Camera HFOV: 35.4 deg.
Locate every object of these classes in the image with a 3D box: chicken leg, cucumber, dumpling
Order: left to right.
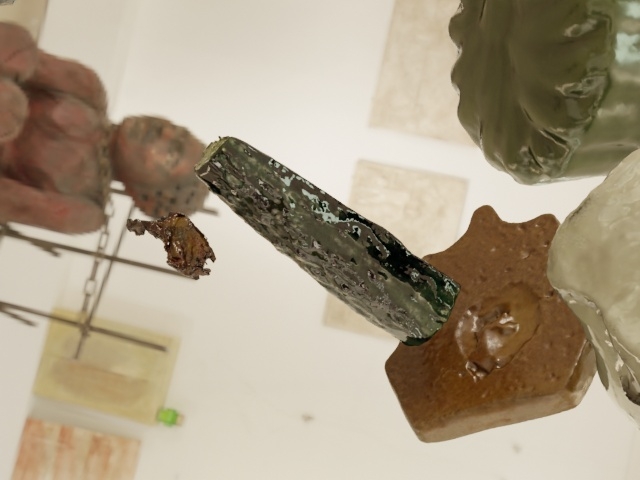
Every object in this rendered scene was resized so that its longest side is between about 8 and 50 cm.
[{"bbox_3d":[-0.105,-0.002,0.725,0.036,0.083,0.021,-51,150,-4],"label":"chicken leg"},{"bbox_3d":[-0.002,0.002,0.722,0.062,0.211,0.078,-61,-159,-6],"label":"cucumber"},{"bbox_3d":[0.277,0.044,0.618,0.227,0.175,0.243,-55,133,-15],"label":"dumpling"}]

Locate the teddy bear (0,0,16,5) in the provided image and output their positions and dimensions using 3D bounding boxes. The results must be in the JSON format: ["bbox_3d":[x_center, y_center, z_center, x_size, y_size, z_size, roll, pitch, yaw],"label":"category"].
[{"bbox_3d":[-0.374,-0.314,0.873,0.144,0.251,0.171,44,58,-82],"label":"teddy bear"}]

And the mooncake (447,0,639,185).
[{"bbox_3d":[0.304,-0.248,1.267,0.356,0.194,0.356,171,-90,-67],"label":"mooncake"}]

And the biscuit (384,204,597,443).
[{"bbox_3d":[0.137,0.055,0.794,0.034,0.182,0.215,50,33,-36],"label":"biscuit"}]
